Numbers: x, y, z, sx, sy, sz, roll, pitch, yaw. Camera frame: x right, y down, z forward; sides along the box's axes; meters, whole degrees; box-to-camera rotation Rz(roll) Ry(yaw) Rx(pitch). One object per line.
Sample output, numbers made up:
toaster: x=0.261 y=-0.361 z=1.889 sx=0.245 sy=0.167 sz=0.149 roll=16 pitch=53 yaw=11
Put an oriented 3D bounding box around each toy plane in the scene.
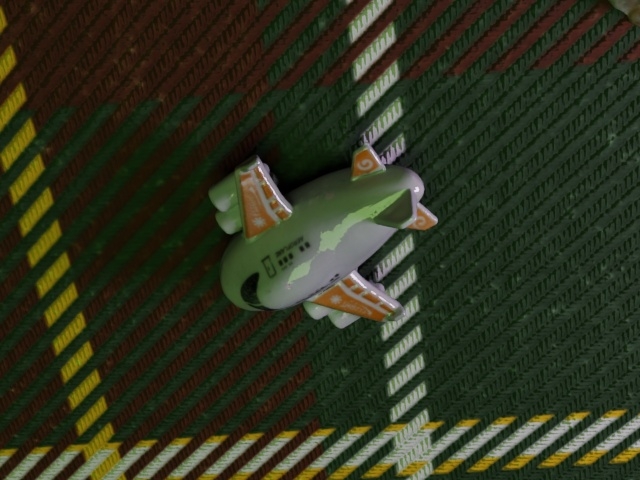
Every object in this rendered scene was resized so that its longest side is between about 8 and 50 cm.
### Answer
toy plane: x=0.000 y=0.000 z=1.507 sx=0.244 sy=0.117 sz=0.245 roll=0 pitch=128 yaw=0

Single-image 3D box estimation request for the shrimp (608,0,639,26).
shrimp: x=0.340 y=-0.325 z=1.284 sx=0.247 sy=0.085 sz=0.360 roll=12 pitch=130 yaw=0
